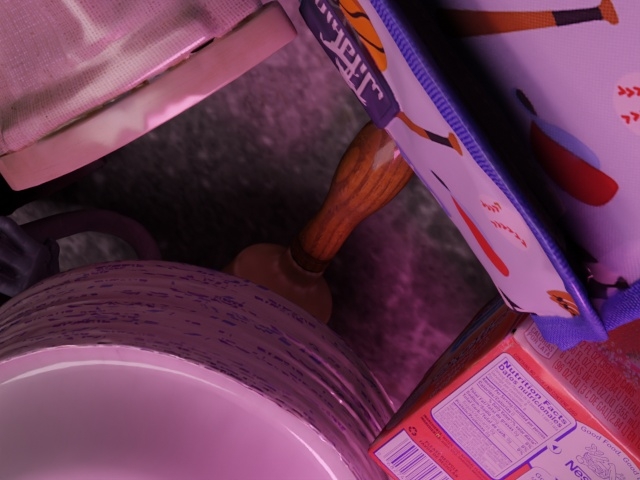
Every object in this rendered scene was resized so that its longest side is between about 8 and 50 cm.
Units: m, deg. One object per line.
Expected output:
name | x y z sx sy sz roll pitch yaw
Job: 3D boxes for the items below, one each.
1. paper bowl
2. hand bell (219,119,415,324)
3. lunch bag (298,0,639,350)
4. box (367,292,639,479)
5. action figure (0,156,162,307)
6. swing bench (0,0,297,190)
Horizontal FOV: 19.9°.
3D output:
paper bowl | -0.096 0.164 1.032 0.284 0.148 0.284 6 125 9
hand bell | 0.000 0.000 1.061 0.126 0.126 0.242 41 126 3
lunch bag | 0.113 -0.152 0.717 0.328 0.239 0.385 55 143 1
box | 0.198 0.143 0.966 0.300 0.142 0.154 43 139 0
action figure | -0.302 -0.039 1.221 0.370 0.248 0.276 -11 141 42
swing bench | -0.156 -0.173 0.878 0.253 0.165 0.254 58 -179 -14
